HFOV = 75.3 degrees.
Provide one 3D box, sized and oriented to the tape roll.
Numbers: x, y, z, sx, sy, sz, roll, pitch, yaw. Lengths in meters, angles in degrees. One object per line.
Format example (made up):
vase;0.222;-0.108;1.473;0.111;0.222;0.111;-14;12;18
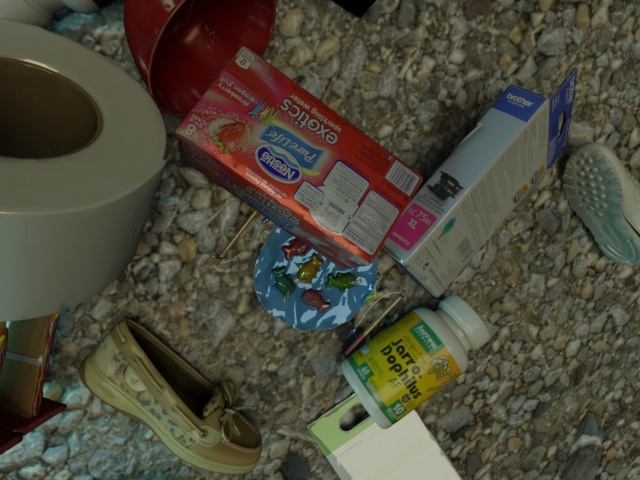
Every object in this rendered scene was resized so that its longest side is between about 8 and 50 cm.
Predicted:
tape roll;-0.292;-0.068;0.399;0.246;0.246;0.169;26;133;-16

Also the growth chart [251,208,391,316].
growth chart;0.000;0.000;0.615;0.172;0.021;0.237;-17;104;-7

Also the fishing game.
fishing game;-0.002;0.048;0.594;0.264;0.041;0.189;42;94;-15

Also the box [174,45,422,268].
box;-0.028;-0.086;0.507;0.257;0.123;0.128;34;77;-7

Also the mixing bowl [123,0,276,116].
mixing bowl;-0.149;-0.244;0.469;0.098;0.181;0.181;44;90;6

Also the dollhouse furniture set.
dollhouse furniture set;-0.501;0.092;0.485;0.375;0.152;0.201;18;98;3

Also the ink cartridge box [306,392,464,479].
ink cartridge box;0.110;0.360;0.697;0.171;0.056;0.235;-33;83;-4

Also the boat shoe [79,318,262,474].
boat shoe;-0.186;0.223;0.578;0.285;0.104;0.089;39;94;-16

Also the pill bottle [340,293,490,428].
pill bottle;0.146;0.177;0.632;0.209;0.117;0.117;-34;106;-3

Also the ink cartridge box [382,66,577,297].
ink cartridge box;0.224;-0.071;0.577;0.311;0.065;0.186;-48;146;3

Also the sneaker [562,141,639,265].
sneaker;0.482;-0.070;0.678;0.095;0.090;0.235;-42;111;-14

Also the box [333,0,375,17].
box;0.045;-0.413;0.493;0.153;0.108;0.206;24;96;-15

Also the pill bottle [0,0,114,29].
pill bottle;-0.242;-0.339;0.425;0.265;0.153;0.153;-36;106;-2
